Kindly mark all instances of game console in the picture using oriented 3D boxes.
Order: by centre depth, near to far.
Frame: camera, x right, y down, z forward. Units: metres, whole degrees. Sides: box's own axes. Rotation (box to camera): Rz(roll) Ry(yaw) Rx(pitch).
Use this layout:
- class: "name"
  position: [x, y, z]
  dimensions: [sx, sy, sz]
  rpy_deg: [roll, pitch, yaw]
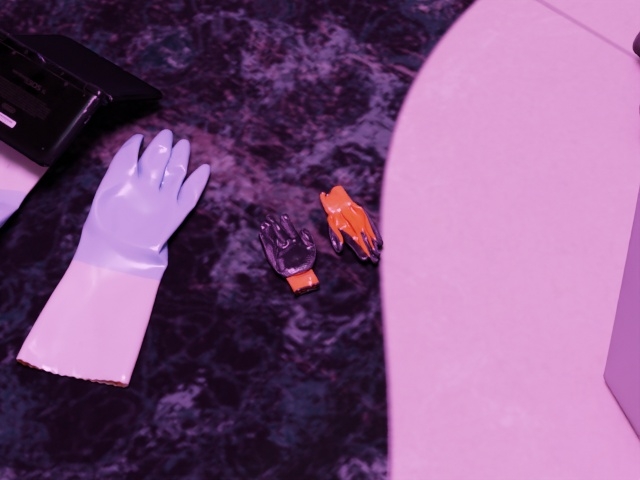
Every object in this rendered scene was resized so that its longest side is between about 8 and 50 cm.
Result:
- class: "game console"
  position: [-0.204, -0.109, 1.391]
  dimensions: [0.122, 0.071, 0.107]
  rpy_deg: [31, 80, 31]

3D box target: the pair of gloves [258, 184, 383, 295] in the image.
- class: "pair of gloves"
  position: [0.000, 0.000, 1.319]
  dimensions: [0.083, 0.010, 0.074]
  rpy_deg: [-24, 56, -13]

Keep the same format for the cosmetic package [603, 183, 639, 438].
- class: "cosmetic package"
  position: [0.315, 0.039, 1.143]
  dimensions: [0.225, 0.224, 0.138]
  rpy_deg: [-20, 55, -14]

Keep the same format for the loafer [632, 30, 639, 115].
- class: "loafer"
  position: [0.272, -0.145, 1.402]
  dimensions: [0.061, 0.062, 0.170]
  rpy_deg: [2, 45, 32]

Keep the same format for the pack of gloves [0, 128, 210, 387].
- class: "pack of gloves"
  position: [-0.197, -0.017, 1.316]
  dimensions: [0.195, 0.046, 0.232]
  rpy_deg: [11, 53, 11]
